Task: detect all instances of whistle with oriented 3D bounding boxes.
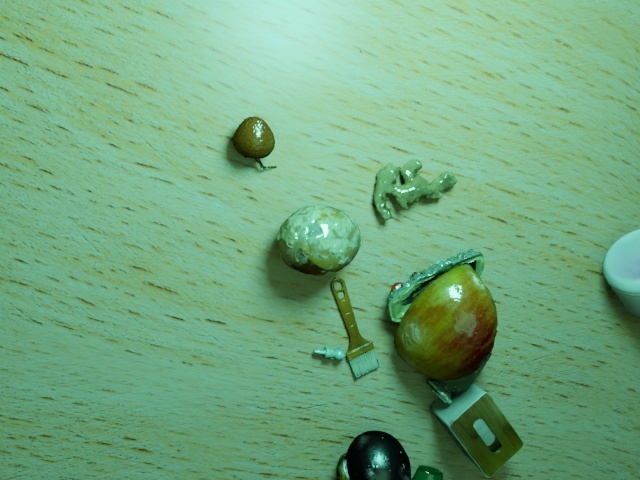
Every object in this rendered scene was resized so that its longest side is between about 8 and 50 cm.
[{"bbox_3d":[0.028,0.323,1.726,0.100,0.035,0.035,11,96,-18],"label":"whistle"}]

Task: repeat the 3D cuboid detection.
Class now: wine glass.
[{"bbox_3d":[0.418,0.390,1.822,0.111,0.111,0.204,42,88,-20],"label":"wine glass"}]

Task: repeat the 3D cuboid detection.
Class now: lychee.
[{"bbox_3d":[-0.163,-0.244,1.528,0.115,0.101,0.140,-6,105,-12],"label":"lychee"}]

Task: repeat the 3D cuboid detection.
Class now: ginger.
[{"bbox_3d":[0.266,-0.164,1.703,0.259,0.065,0.149,-20,103,-11],"label":"ginger"}]

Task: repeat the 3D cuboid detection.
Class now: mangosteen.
[{"bbox_3d":[0.137,0.671,1.751,0.250,0.211,0.211,-25,109,21],"label":"mangosteen"}]

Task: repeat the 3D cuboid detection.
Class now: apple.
[{"bbox_3d":[0.355,0.245,1.705,0.254,0.179,0.346,24,113,-4],"label":"apple"}]

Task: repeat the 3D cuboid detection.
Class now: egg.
[{"bbox_3d":[0.000,0.000,1.579,0.233,0.195,0.194,5,98,-32],"label":"egg"}]

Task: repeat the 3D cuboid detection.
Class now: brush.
[{"bbox_3d":[0.089,0.249,1.744,0.090,0.017,0.314,-23,105,-16],"label":"brush"}]

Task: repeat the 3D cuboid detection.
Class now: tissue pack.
[{"bbox_3d":[0.481,0.573,1.863,0.159,0.136,0.246,-40,108,-7],"label":"tissue pack"}]

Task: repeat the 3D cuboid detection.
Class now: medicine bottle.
[{"bbox_3d":[1.082,0.141,1.918,0.256,0.256,0.325,-49,117,-5],"label":"medicine bottle"}]

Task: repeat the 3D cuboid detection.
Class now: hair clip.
[{"bbox_3d":[0.320,0.116,1.752,0.321,0.091,0.138,-26,133,-14],"label":"hair clip"}]

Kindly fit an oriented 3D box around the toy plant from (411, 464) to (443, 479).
[{"bbox_3d":[0.315,0.829,1.868,0.232,0.112,0.243,43,79,-15],"label":"toy plant"}]
